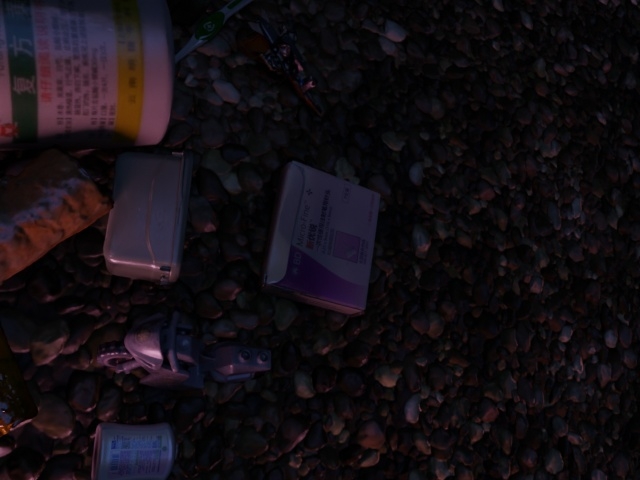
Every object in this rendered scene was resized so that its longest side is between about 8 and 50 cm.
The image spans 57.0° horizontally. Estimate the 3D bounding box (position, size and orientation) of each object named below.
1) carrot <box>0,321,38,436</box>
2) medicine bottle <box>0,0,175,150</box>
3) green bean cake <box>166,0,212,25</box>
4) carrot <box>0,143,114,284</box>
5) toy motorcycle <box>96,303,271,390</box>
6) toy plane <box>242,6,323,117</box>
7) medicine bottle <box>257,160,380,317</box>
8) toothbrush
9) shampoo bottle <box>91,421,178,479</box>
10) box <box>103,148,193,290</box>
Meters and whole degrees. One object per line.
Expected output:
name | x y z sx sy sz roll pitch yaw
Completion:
carrot | -0.386 0.090 0.645 0.070 0.070 0.260 -23 91 -31
medicine bottle | -0.352 -0.204 0.649 0.339 0.208 0.208 -6 82 -30
green bean cake | -0.232 -0.420 0.826 0.184 0.094 0.184 14 71 -38
carrot | -0.340 0.008 0.605 0.102 0.102 0.263 48 58 -12
toy motorcycle | -0.160 0.138 0.731 0.215 0.122 0.080 13 58 -26
toy plane | -0.043 -0.275 0.921 0.188 0.062 0.135 44 36 -17
medicine bottle | 0.000 0.000 0.892 0.171 0.052 0.201 19 69 -24
toothbrush | -0.163 -0.323 0.889 0.030 0.030 0.304 46 59 -13
shampoo bottle | -0.222 0.257 0.716 0.099 0.043 0.072 8 76 -28
box | -0.218 -0.028 0.742 0.092 0.124 0.172 7 74 -17
